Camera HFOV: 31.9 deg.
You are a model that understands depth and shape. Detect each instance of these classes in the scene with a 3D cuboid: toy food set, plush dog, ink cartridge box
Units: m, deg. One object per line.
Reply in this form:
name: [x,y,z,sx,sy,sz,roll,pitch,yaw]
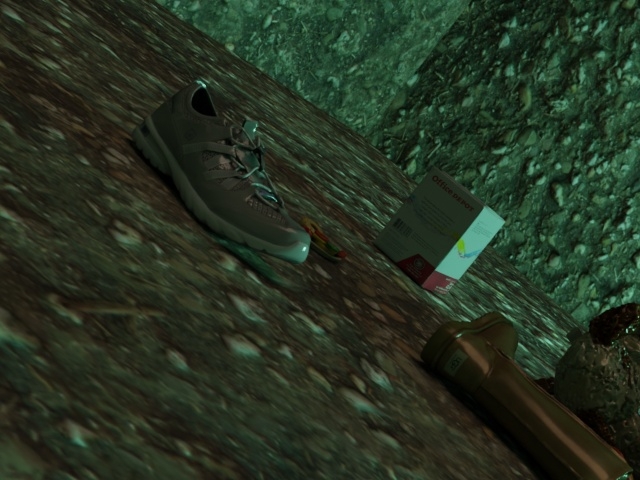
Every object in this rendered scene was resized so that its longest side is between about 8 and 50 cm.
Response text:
toy food set: [0.000,0.000,1.554,0.082,0.020,0.083,39,9,3]
plush dog: [0.401,0.204,1.621,0.210,0.262,0.225,7,-12,18]
ink cartridge box: [0.210,-0.016,1.963,0.128,0.176,0.127,43,10,27]

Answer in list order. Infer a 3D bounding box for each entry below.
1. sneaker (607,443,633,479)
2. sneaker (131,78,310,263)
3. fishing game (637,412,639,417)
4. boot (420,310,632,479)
sneaker: [0.358,0.288,1.418,0.067,0.064,0.175,46,9,-22]
sneaker: [-0.102,-0.082,1.252,0.281,0.115,0.105,43,10,28]
fishing game: [0.587,0.351,2.048,0.264,0.041,0.189,38,-5,44]
boot: [0.267,0.210,1.386,0.269,0.089,0.236,42,22,24]
